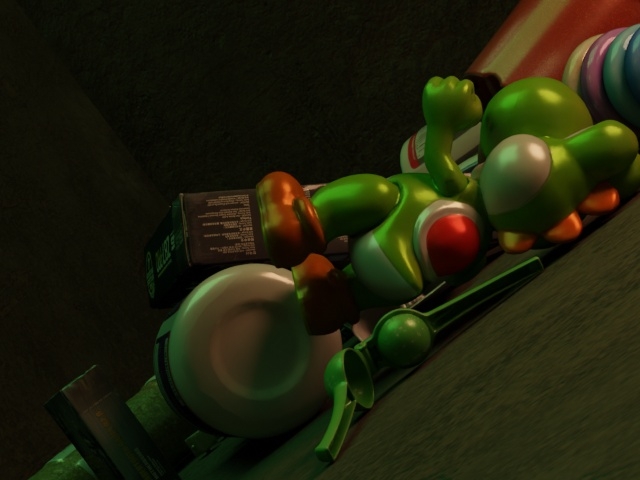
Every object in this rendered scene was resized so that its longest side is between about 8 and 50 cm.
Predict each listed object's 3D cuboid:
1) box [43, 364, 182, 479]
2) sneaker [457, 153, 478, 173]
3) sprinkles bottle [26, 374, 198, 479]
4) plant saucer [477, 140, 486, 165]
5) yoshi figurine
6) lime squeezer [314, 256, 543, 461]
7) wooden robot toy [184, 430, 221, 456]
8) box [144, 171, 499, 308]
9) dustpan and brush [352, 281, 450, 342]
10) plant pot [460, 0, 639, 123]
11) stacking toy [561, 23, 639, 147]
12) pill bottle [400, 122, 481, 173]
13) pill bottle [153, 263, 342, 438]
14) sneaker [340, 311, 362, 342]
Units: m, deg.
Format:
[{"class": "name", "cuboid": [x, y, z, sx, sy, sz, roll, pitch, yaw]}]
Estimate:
[{"class": "box", "cuboid": [-0.251, 0.247, 1.832, 0.056, 0.183, 0.231, -37, 2, -18]}, {"class": "sneaker", "cuboid": [0.317, -0.119, 2.289, 0.283, 0.107, 0.124, -40, 15, 15]}, {"class": "sprinkles bottle", "cuboid": [-0.274, 0.298, 2.040, 0.121, 0.121, 0.355, -36, 1, 43]}, {"class": "plant saucer", "cuboid": [0.310, -0.149, 2.169, 0.200, 0.037, 0.200, -24, -47, -28]}, {"class": "yoshi figurine", "cuboid": [0.128, -0.051, 1.486, 0.362, 0.203, 0.203, -18, -10, 8]}, {"class": "lime squeezer", "cuboid": [0.068, 0.096, 1.332, 0.310, 0.059, 0.110, -37, 0, -36]}, {"class": "wooden robot toy", "cuboid": [-0.120, 0.209, 2.029, 0.173, 0.079, 0.076, -37, 1, -19]}, {"class": "box", "cuboid": [0.000, 0.000, 1.855, 0.395, 0.097, 0.318, -5, -11, -16]}, {"class": "dustpan and brush", "cuboid": [0.099, 0.059, 1.793, 0.147, 0.060, 0.211, -37, -8, 3]}, {"class": "plant pot", "cuboid": [0.342, -0.239, 1.998, 0.265, 0.272, 0.272, -47, 3, -10]}, {"class": "stacking toy", "cuboid": [0.399, -0.193, 1.621, 0.141, 0.141, 0.330, -37, 7, -24]}, {"class": "pill bottle", "cuboid": [0.300, -0.177, 2.544, 0.318, 0.176, 0.176, -36, 1, 35]}, {"class": "pill bottle", "cuboid": [-0.090, 0.129, 1.691, 0.181, 0.181, 0.323, -37, 1, -12]}, {"class": "sneaker", "cuboid": [0.026, 0.101, 2.182, 0.283, 0.110, 0.122, -35, -18, -20]}]
